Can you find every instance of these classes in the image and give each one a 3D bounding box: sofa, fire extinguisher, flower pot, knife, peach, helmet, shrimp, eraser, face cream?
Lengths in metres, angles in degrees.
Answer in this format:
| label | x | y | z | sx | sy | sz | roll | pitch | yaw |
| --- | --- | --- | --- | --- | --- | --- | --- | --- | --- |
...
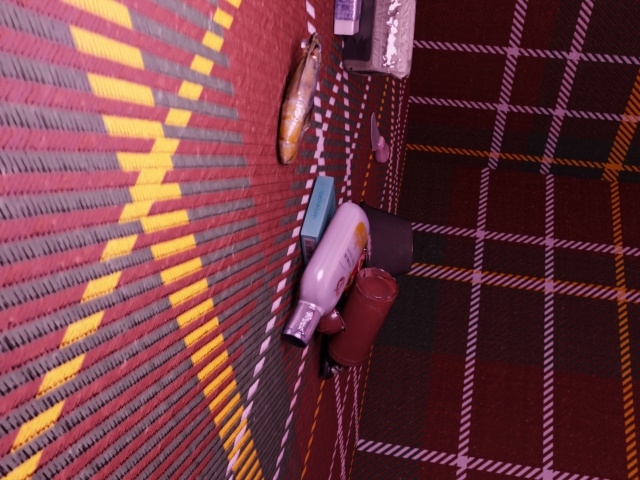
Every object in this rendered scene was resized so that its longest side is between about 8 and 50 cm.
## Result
| label | x | y | z | sx | sy | sz | roll | pitch | yaw |
| --- | --- | --- | --- | --- | --- | --- | --- | --- | --- |
| sofa | 0.166 | -0.458 | 1.648 | 0.225 | 0.175 | 0.210 | -153 | -116 | -67 |
| fire extinguisher | 0.096 | 0.211 | 1.826 | 0.147 | 0.106 | 0.337 | -34 | 153 | -47 |
| flower pot | 0.192 | 0.017 | 2.270 | 0.269 | 0.166 | 0.269 | -177 | -90 | -89 |
| knife | 0.190 | -0.343 | 2.571 | 0.336 | 0.043 | 0.081 | 47 | 57 | -70 |
| peach | 0.059 | 0.053 | 1.840 | 0.172 | 0.092 | 0.127 | -82 | -178 | -66 |
| helmet | 0.011 | 0.187 | 1.730 | 0.089 | 0.057 | 0.111 | 55 | -12 | -3 |
| shrimp | -0.031 | -0.226 | 1.228 | 0.150 | 0.051 | 0.217 | 53 | 53 | -82 |
| eraser | 0.061 | -0.537 | 1.549 | 0.092 | 0.046 | 0.213 | -61 | 156 | -67 |
| face cream | 0.011 | 0.069 | 1.448 | 0.291 | 0.070 | 0.144 | -61 | 157 | -27 |

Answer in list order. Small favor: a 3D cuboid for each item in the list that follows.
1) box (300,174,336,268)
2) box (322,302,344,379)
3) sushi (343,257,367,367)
| label | x | y | z | sx | sy | sz | roll | pitch | yaw |
| --- | --- | --- | --- | --- | --- | --- | --- | --- | --- |
| box | 0.000 | 0.000 | 1.579 | 0.229 | 0.041 | 0.162 | 85 | 17 | -52 |
| box | 0.037 | 0.266 | 2.008 | 0.212 | 0.042 | 0.201 | 24 | 71 | -82 |
| sushi | 0.089 | 0.172 | 2.133 | 0.292 | 0.059 | 0.294 | 98 | -9 | -50 |
